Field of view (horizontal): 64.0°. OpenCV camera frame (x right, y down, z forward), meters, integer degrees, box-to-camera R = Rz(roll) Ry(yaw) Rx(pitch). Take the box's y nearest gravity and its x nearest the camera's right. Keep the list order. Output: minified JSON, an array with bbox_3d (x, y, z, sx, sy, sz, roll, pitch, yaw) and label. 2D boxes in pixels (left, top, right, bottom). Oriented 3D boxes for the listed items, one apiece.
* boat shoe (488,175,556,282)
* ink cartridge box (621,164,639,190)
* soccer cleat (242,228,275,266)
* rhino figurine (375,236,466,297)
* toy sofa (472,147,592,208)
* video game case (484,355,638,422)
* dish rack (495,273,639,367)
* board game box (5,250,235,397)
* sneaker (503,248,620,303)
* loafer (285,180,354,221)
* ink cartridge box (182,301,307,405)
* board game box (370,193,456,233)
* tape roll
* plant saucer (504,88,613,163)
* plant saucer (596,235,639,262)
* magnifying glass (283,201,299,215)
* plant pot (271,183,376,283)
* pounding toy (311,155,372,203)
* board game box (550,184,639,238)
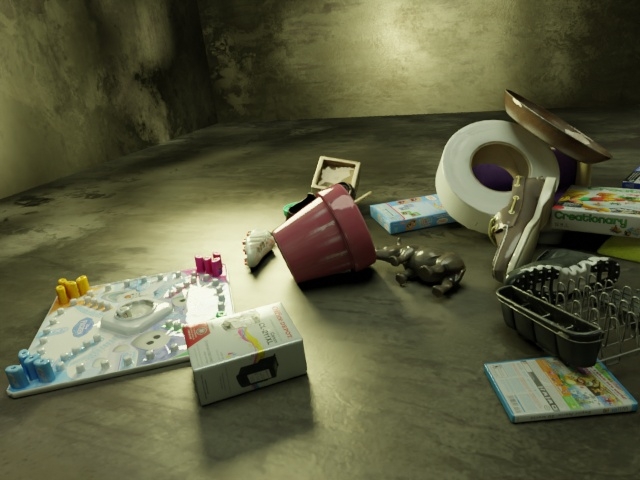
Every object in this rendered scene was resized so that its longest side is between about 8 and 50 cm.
[{"bbox_3d":[0.416,-0.029,1.089,0.097,0.116,0.324,15,50,29],"label":"boat shoe"},{"bbox_3d":[0.938,-0.169,1.459,0.097,0.046,0.207,16,30,40],"label":"ink cartridge box"},{"bbox_3d":[-0.152,0.011,1.290,0.076,0.068,0.196,-3,19,-1],"label":"soccer cleat"},{"bbox_3d":[0.201,0.046,1.094,0.106,0.073,0.243,-23,25,-30],"label":"rhino figurine"},{"bbox_3d":[0.559,-0.167,1.420,0.363,0.150,0.177,-6,21,1],"label":"toy sofa"},{"bbox_3d":[0.335,0.207,0.732,0.167,0.015,0.119,-6,21,1],"label":"video game case"},{"bbox_3d":[0.453,0.114,0.827,0.272,0.074,0.208,-11,16,-13],"label":"dish rack"},{"bbox_3d":[-0.377,0.141,1.046,0.391,0.050,0.390,-11,22,-10],"label":"board game box"},{"bbox_3d":[0.442,0.064,0.984,0.235,0.078,0.106,-8,19,-14],"label":"sneaker"},{"bbox_3d":[0.001,-0.102,1.434,0.220,0.078,0.080,-32,63,-10],"label":"loafer"},{"bbox_3d":[-0.125,0.179,0.841,0.175,0.072,0.127,-14,27,-17],"label":"ink cartridge box"},{"bbox_3d":[0.265,-0.077,1.426,0.212,0.039,0.160,-11,23,-10],"label":"board game box"},{"bbox_3d":[0.438,-0.159,1.287,0.287,0.100,0.285,-1,65,1],"label":"tape roll"},{"bbox_3d":[0.587,-0.282,1.299,0.311,0.050,0.310,25,29,-15],"label":"plant saucer"},{"bbox_3d":[0.731,-0.003,1.104,0.188,0.045,0.189,-24,27,-36],"label":"plant saucer"},{"bbox_3d":[-0.009,-0.116,1.618,0.231,0.026,0.092,-16,24,-24],"label":"magnifying glass"},{"bbox_3d":[0.000,0.000,1.132,0.180,0.201,0.201,-26,25,-7],"label":"plant pot"},{"bbox_3d":[0.066,-0.136,1.551,0.181,0.094,0.205,10,59,8],"label":"pounding toy"},{"bbox_3d":[0.692,-0.062,1.127,0.306,0.053,0.193,9,26,34],"label":"board game box"}]
